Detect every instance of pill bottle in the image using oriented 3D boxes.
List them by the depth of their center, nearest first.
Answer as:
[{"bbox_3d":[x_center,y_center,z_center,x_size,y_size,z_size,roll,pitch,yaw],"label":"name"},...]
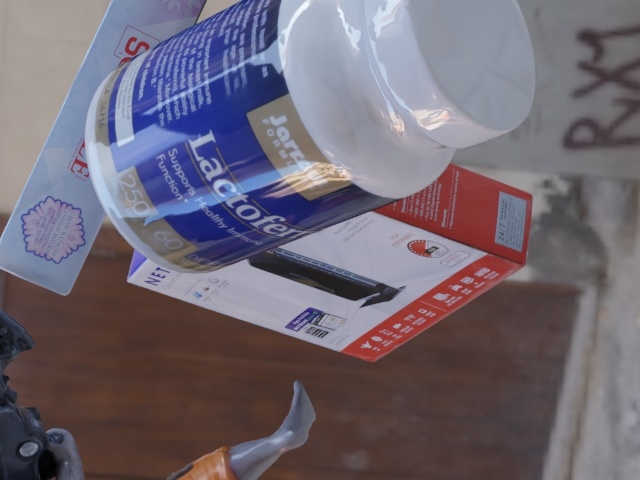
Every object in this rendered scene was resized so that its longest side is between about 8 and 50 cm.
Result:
[{"bbox_3d":[-0.009,-0.084,0.955,0.264,0.153,0.153,-21,55,38],"label":"pill bottle"}]

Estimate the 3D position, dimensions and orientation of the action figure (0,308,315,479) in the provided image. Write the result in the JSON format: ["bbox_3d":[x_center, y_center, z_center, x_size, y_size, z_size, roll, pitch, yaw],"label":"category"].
[{"bbox_3d":[-0.148,0.200,1.008,0.178,0.330,0.341,-121,15,-66],"label":"action figure"}]

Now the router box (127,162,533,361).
[{"bbox_3d":[0.000,0.000,1.568,0.335,0.301,0.082,140,145,-58],"label":"router box"}]

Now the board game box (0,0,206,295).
[{"bbox_3d":[-0.158,-0.131,1.250,0.318,0.066,0.319,-64,8,4],"label":"board game box"}]
